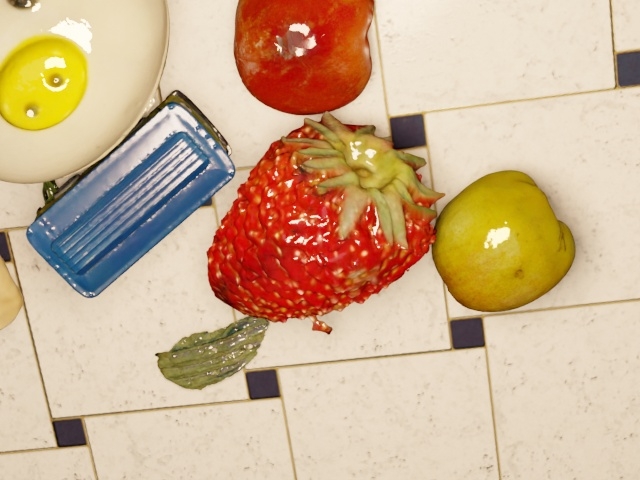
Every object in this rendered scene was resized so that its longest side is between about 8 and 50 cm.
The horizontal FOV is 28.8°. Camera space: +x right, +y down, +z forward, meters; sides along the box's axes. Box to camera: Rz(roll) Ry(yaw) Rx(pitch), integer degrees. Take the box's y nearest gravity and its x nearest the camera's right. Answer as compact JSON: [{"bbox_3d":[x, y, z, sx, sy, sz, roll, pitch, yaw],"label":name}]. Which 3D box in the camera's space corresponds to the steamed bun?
[{"bbox_3d":[-0.376,-0.258,1.667,0.334,0.334,0.374,39,102,-9],"label":"steamed bun"}]

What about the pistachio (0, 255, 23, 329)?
[{"bbox_3d":[-0.594,0.047,1.844,0.318,0.193,0.214,24,75,-6],"label":"pistachio"}]

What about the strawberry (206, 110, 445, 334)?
[{"bbox_3d":[0.002,0.002,1.771,0.292,0.292,0.343,24,131,-4],"label":"strawberry"}]

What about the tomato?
[{"bbox_3d":[-0.029,-0.276,1.722,0.200,0.139,0.233,1,110,11],"label":"tomato"}]

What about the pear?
[{"bbox_3d":[0.254,0.003,1.773,0.200,0.200,0.200,1,110,4],"label":"pear"}]

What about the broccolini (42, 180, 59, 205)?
[{"bbox_3d":[-0.415,-0.104,1.866,0.054,0.051,0.239,1,116,52],"label":"broccolini"}]

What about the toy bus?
[{"bbox_3d":[-0.267,-0.071,1.782,0.288,0.175,0.138,-41,105,6],"label":"toy bus"}]

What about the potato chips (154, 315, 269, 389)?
[{"bbox_3d":[-0.158,0.176,1.953,0.207,0.028,0.092,-23,108,13],"label":"potato chips"}]
